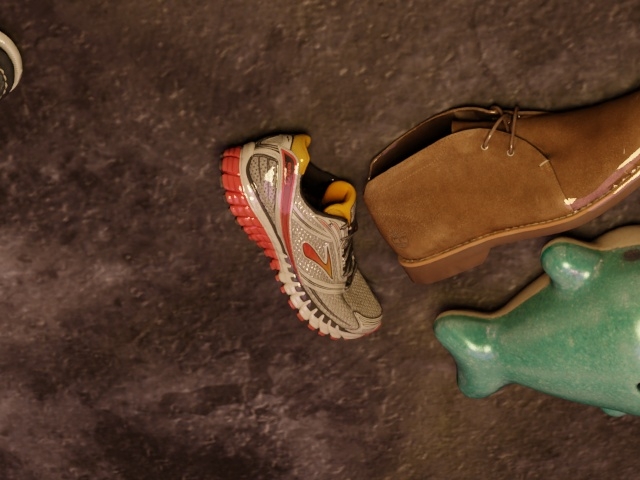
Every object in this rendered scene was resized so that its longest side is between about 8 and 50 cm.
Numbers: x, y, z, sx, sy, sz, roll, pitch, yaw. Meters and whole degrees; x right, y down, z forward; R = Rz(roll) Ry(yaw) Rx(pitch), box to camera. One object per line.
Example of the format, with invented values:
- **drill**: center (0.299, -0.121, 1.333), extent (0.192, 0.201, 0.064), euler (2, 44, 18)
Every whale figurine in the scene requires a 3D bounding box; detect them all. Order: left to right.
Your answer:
- **whale figurine**: center (0.240, 0.095, 1.756), extent (0.272, 0.141, 0.216), euler (-13, 129, 15)

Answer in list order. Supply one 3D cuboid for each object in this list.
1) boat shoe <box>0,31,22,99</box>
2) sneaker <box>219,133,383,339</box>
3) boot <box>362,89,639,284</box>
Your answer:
- **boat shoe**: center (-0.403, -0.123, 1.642), extent (0.302, 0.091, 0.114), euler (-5, 130, 8)
- **sneaker**: center (0.000, 0.000, 1.726), extent (0.092, 0.088, 0.225), euler (-21, 126, 19)
- **boot**: center (0.171, -0.070, 1.651), extent (0.305, 0.112, 0.115), euler (-26, 114, 26)
